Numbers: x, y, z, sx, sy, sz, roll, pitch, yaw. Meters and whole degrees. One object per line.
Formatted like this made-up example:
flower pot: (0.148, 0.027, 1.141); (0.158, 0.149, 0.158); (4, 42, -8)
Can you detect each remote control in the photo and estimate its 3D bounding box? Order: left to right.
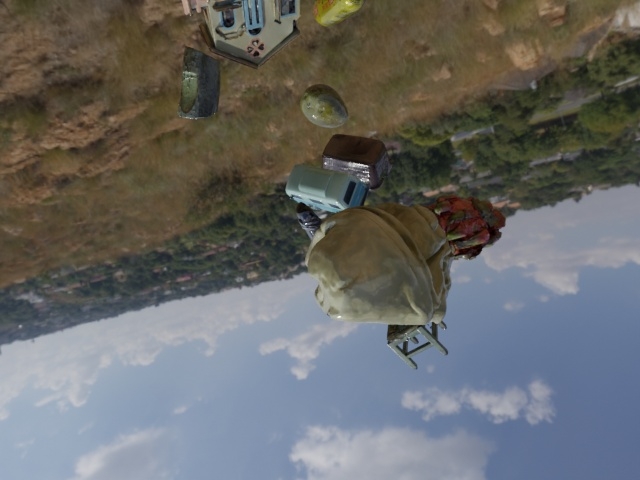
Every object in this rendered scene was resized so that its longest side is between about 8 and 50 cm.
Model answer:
remote control: (0.000, 0.000, 1.227); (0.066, 0.266, 0.090); (-49, -146, -19)

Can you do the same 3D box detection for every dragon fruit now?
dragon fruit: (0.488, -0.045, 1.491); (0.302, 0.231, 0.237); (3, -178, 20)

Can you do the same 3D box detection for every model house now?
model house: (-0.208, -0.604, 1.166); (0.325, 0.169, 0.244); (-20, 154, -16)

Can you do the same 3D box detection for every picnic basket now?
picnic basket: (0.135, -0.333, 1.743); (0.296, 0.223, 0.129); (15, 149, 24)

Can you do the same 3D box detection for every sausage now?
sausage: (0.065, -0.870, 1.539); (0.123, 0.123, 0.347); (-13, -163, -20)

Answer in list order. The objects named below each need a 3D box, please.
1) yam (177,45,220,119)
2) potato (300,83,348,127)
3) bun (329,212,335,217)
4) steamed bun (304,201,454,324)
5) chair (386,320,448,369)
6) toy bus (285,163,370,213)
yam: (-0.459, -0.592, 1.621); (0.153, 0.255, 0.154); (10, -164, -3)
potato: (0.027, -0.606, 1.936); (0.251, 0.159, 0.174); (17, 163, -40)
bun: (0.051, -0.070, 1.513); (0.083, 0.045, 0.083); (-54, 173, -10)
steamed bun: (0.103, 0.028, 0.746); (0.289, 0.204, 0.276); (7, -179, -36)
chair: (0.262, 0.248, 1.315); (0.136, 0.270, 0.147); (-36, -166, 29)
toy bus: (0.007, -0.176, 1.428); (0.271, 0.133, 0.164); (17, 175, 34)
